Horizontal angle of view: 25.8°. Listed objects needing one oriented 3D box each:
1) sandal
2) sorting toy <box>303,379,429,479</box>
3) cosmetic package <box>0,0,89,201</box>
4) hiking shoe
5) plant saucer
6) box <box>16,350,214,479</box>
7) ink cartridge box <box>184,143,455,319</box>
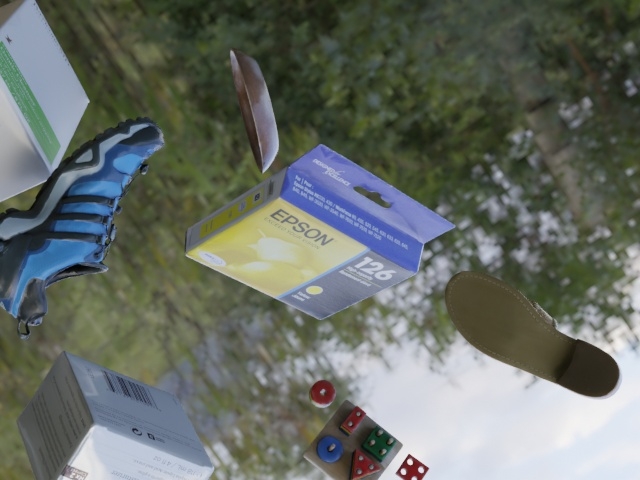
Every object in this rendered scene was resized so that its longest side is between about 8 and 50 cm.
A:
[{"bbox_3d":[0.258,0.124,1.692,0.088,0.240,0.079,-58,156,-3],"label":"sandal"},{"bbox_3d":[0.069,0.372,2.465,0.132,0.274,0.046,-49,175,-24],"label":"sorting toy"},{"bbox_3d":[-0.452,-0.195,1.938,0.155,0.197,0.365,-24,-159,9],"label":"cosmetic package"},{"bbox_3d":[-0.292,-0.023,1.704,0.304,0.132,0.113,-44,-179,-17],"label":"hiking shoe"},{"bbox_3d":[-0.098,-0.202,2.137,0.036,0.198,0.198,-15,-176,-6],"label":"plant saucer"},{"bbox_3d":[-0.256,0.253,1.722,0.119,0.181,0.182,-57,-147,11],"label":"box"},{"bbox_3d":[0.000,0.000,2.194,0.307,0.304,0.072,-28,-134,39],"label":"ink cartridge box"}]
